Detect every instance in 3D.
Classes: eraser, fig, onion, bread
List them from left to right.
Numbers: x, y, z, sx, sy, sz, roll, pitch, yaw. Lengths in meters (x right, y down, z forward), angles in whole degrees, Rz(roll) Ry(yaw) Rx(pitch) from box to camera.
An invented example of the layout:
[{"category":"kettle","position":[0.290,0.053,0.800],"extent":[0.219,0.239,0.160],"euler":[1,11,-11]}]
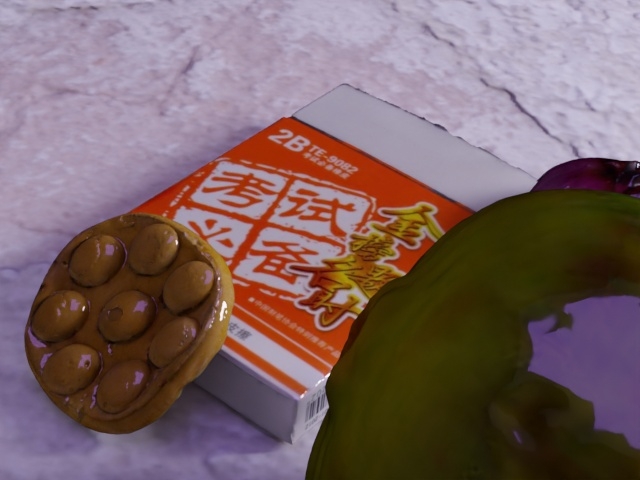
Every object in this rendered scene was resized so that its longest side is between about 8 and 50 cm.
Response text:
[{"category":"bread","position":[-0.092,0.038,0.674],"extent":[0.110,0.024,0.110],"euler":[-8,65,17]},{"category":"eraser","position":[0.000,0.000,0.762],"extent":[0.157,0.038,0.230],"euler":[29,44,28]},{"category":"fig","position":[0.111,0.090,0.534],"extent":[0.230,0.207,0.207],"euler":[29,44,20]},{"category":"onion","position":[0.164,-0.005,0.737],"extent":[0.115,0.104,0.115],"euler":[24,29,-14]}]
